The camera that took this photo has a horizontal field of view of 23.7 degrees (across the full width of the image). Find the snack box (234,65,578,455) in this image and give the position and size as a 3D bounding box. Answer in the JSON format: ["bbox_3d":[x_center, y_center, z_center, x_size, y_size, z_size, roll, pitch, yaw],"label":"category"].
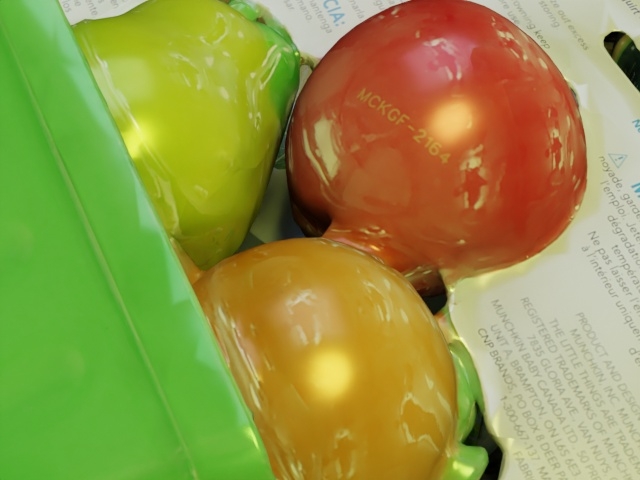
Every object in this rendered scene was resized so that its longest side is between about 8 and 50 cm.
[{"bbox_3d":[0.046,-0.020,0.715,0.207,0.070,0.174,36,59,22],"label":"snack box"}]

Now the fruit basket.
[{"bbox_3d":[0.000,0.000,0.593,0.353,0.165,0.327,-19,62,-18],"label":"fruit basket"}]

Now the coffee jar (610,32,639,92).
[{"bbox_3d":[0.239,-0.087,0.984,0.096,0.079,0.184,2,24,3],"label":"coffee jar"}]

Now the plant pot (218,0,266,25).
[{"bbox_3d":[-0.084,-0.199,1.010,0.280,0.323,0.323,17,24,-5],"label":"plant pot"}]
